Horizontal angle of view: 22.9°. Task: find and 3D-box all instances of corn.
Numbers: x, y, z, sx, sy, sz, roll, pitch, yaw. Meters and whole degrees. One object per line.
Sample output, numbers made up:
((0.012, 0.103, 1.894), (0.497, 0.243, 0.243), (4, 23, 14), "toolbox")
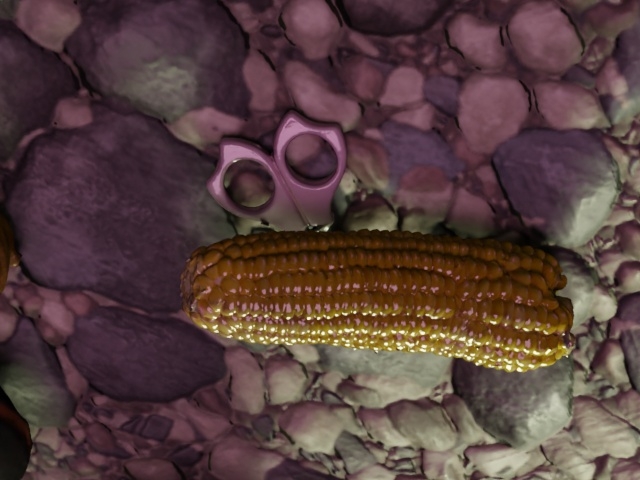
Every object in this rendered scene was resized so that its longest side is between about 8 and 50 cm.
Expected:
((0.043, 0.042, 1.155), (0.292, 0.101, 0.101), (3, 121, -9), "corn")

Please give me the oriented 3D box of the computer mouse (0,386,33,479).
((-0.389, 0.146, 1.232), (0.323, 0.116, 0.183), (16, 137, -12), "computer mouse")

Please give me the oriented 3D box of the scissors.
((0.000, 0.000, 1.195), (0.110, 0.021, 0.212), (-23, 116, 14), "scissors")

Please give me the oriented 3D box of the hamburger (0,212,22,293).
((-0.384, -0.028, 1.105), (0.162, 0.209, 0.330), (-33, 111, 21), "hamburger")
